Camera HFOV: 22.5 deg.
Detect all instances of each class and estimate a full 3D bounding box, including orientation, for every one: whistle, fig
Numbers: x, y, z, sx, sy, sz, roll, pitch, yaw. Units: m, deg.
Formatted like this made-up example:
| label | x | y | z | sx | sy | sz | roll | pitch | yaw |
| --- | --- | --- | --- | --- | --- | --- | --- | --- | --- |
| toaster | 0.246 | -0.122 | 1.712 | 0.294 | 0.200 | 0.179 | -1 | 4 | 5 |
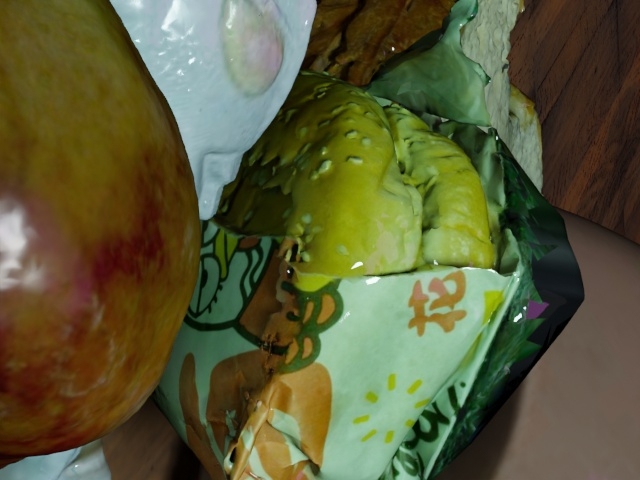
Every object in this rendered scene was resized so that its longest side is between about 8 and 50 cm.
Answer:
| label | x | y | z | sx | sy | sz | roll | pitch | yaw |
| --- | --- | --- | --- | --- | --- | --- | --- | --- | --- |
| whistle | -0.087 | -0.027 | 0.626 | 0.142 | 0.133 | 0.346 | -137 | -119 | -69 |
| fig | -0.121 | -0.047 | 0.494 | 0.290 | 0.190 | 0.191 | -82 | 166 | -55 |

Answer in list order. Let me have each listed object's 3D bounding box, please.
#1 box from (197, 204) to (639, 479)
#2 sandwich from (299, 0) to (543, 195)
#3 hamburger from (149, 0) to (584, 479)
| label | x | y | z | sx | sy | sz | roll | pitch | yaw |
| --- | --- | --- | --- | --- | --- | --- | --- | --- | --- |
| box | 0.088 | 0.123 | 0.793 | 0.216 | 0.301 | 0.301 | 37 | 59 | -30 |
| sandwich | 0.064 | -0.053 | 0.981 | 0.273 | 0.095 | 0.249 | 74 | 34 | -46 |
| hamburger | 0.003 | -0.002 | 0.698 | 0.125 | 0.214 | 0.235 | 16 | 109 | -37 |
